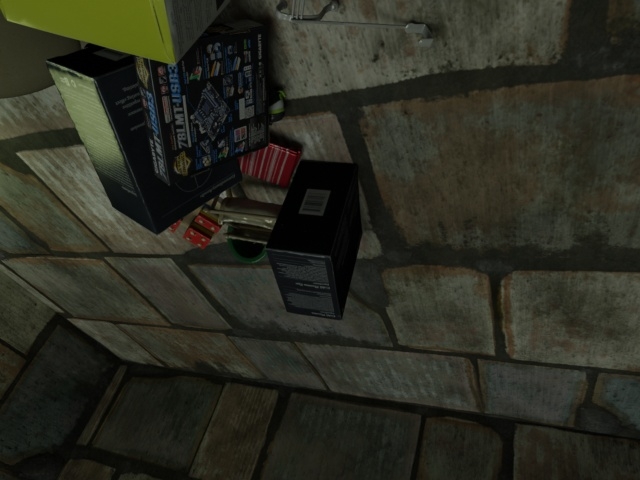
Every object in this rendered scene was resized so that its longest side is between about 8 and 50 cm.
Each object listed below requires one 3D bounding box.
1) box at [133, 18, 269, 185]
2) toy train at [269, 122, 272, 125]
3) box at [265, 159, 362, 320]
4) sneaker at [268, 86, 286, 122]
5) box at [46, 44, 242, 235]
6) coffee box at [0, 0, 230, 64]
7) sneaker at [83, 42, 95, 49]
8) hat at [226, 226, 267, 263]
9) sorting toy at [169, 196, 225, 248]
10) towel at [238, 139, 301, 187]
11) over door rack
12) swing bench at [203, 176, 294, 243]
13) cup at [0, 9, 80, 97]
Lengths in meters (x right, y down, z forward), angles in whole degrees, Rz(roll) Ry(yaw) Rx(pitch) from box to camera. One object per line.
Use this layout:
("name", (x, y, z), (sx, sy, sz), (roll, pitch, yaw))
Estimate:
("box", (-0.242, -0.304, 1.002), (0.073, 0.293, 0.296), (34, 138, 31))
("toy train", (-0.192, -0.318, 1.271), (0.158, 0.027, 0.036), (-12, 132, 36))
("box", (0.000, 0.000, 1.329), (0.178, 0.344, 0.313), (6, 141, 15))
("sneaker", (-0.196, -0.368, 1.187), (0.234, 0.084, 0.097), (7, 120, 14))
("box", (-0.395, -0.271, 1.108), (0.211, 0.293, 0.396), (25, 139, 31))
("coffee box", (-0.349, -0.564, 0.761), (0.337, 0.335, 0.338), (16, 144, 4))
("sneaker", (-0.572, -0.368, 1.298), (0.236, 0.130, 0.323), (-165, 57, -72))
("hat", (-0.226, -0.005, 1.696), (0.172, 0.183, 0.209), (-9, 93, 19))
("sorting toy", (-0.470, -0.092, 1.639), (0.255, 0.090, 0.257), (32, 142, -17))
("towel", (-0.202, -0.250, 1.329), (0.274, 0.031, 0.199), (20, 154, -6))
("over door rack", (0.088, -0.511, 0.843), (0.323, 0.108, 0.240), (6, 145, -7))
("swing bench", (-0.187, -0.078, 1.439), (0.253, 0.165, 0.255), (8, 152, 15))
("cup", (-0.830, -0.497, 1.154), (0.330, 0.237, 0.331), (12, 143, 9))
